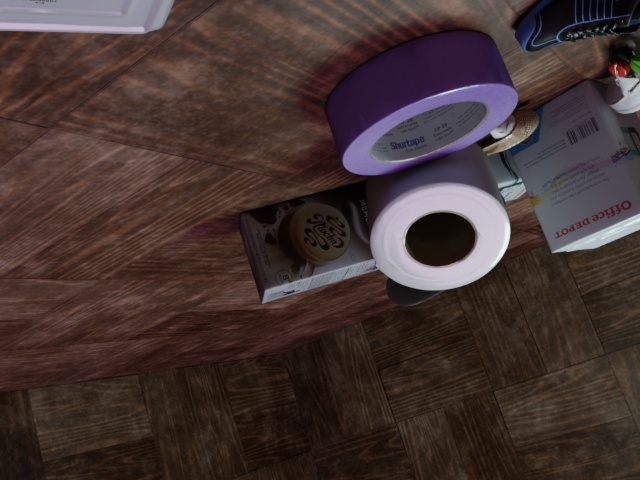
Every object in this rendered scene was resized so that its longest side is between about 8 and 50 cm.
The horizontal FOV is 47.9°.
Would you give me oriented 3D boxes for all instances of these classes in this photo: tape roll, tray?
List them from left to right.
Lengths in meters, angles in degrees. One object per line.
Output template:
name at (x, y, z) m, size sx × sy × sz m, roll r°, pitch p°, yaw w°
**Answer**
tray at (-0.245, -0.222, 0.629) m, size 0.270 × 0.030 × 0.145 m, roll -9°, pitch 162°, yaw -33°
tape roll at (0.150, -0.198, 1.086) m, size 0.274 × 0.090 × 0.275 m, roll -17°, pitch 166°, yaw -4°
tape roll at (0.206, -0.053, 1.304) m, size 0.246 × 0.169 × 0.246 m, roll 0°, pitch 129°, yaw 0°

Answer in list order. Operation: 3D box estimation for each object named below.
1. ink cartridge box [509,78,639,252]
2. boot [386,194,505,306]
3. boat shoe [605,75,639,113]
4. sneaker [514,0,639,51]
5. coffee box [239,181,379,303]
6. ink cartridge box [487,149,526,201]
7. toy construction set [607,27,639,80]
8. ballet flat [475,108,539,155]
ink cartridge box at (0.527, -0.137, 1.409) m, size 0.197 × 0.270 × 0.198 m, roll -3°, pitch 159°, yaw -47°
boot at (0.258, 0.019, 1.493) m, size 0.305 × 0.112 × 0.115 m, roll -45°, pitch 176°, yaw 2°
boat shoe at (0.533, -0.298, 1.205) m, size 0.096 × 0.098 × 0.277 m, roll 5°, pitch 164°, yaw -3°
sneaker at (0.371, -0.305, 0.957) m, size 0.232 × 0.090 × 0.081 m, roll -30°, pitch 161°, yaw 38°
coffee box at (0.000, 0.000, 1.475) m, size 0.297 × 0.168 × 0.119 m, roll -16°, pitch 165°, yaw -12°
ink cartridge box at (0.366, -0.135, 1.584) m, size 0.208 × 0.087 × 0.153 m, roll -14°, pitch 165°, yaw -16°
toy construction set at (0.537, -0.247, 0.997) m, size 0.151 × 0.328 × 0.215 m, roll -36°, pitch -167°, yaw -11°
ballet flat at (0.302, -0.193, 1.340) m, size 0.206 × 0.073 × 0.067 m, roll -27°, pitch 149°, yaw 18°
